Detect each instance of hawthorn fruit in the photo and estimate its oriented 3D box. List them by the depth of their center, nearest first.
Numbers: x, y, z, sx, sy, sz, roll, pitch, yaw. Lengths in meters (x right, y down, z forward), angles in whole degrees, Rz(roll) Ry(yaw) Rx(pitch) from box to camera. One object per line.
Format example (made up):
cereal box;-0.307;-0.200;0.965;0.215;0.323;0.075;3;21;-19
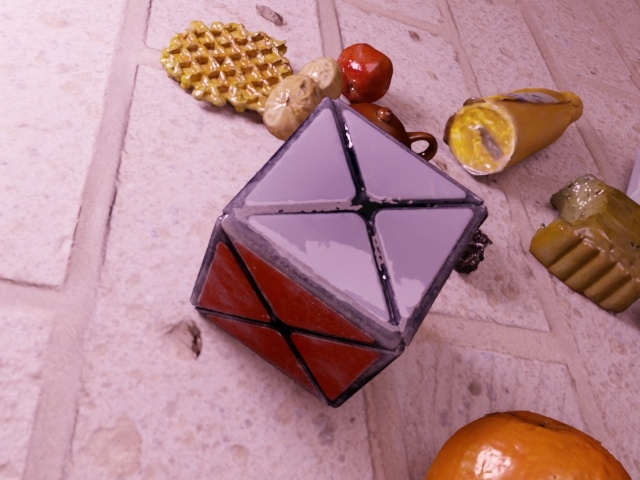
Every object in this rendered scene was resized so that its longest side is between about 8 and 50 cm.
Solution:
hawthorn fruit;0.084;-0.337;1.309;0.128;0.128;0.128;15;47;-17

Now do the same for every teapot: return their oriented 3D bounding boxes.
teapot;0.111;-0.183;1.173;0.252;0.135;0.178;4;55;-25

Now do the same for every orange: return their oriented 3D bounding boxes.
orange;0.236;0.318;0.730;0.246;0.246;0.246;15;47;-17

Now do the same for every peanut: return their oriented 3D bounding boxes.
peanut;-0.027;-0.253;1.150;0.098;0.103;0.229;46;41;-9

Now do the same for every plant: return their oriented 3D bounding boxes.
plant;0.253;-0.014;1.145;0.085;0.087;0.174;48;28;-38

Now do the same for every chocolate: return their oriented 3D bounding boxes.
chocolate;0.455;-0.272;1.433;0.445;0.162;0.162;-25;67;-43

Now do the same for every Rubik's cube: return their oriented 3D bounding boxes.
Rubik's cube;0.019;0.020;0.824;0.255;0.259;0.260;36;59;1

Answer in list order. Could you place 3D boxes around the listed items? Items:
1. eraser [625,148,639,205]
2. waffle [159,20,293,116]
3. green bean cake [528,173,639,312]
eraser;0.830;-0.114;1.533;0.189;0.104;0.290;34;43;7
waffle;-0.167;-0.325;1.195;0.238;0.058;0.243;22;47;-10
green bean cake;0.547;-0.005;1.265;0.233;0.124;0.236;37;45;5
